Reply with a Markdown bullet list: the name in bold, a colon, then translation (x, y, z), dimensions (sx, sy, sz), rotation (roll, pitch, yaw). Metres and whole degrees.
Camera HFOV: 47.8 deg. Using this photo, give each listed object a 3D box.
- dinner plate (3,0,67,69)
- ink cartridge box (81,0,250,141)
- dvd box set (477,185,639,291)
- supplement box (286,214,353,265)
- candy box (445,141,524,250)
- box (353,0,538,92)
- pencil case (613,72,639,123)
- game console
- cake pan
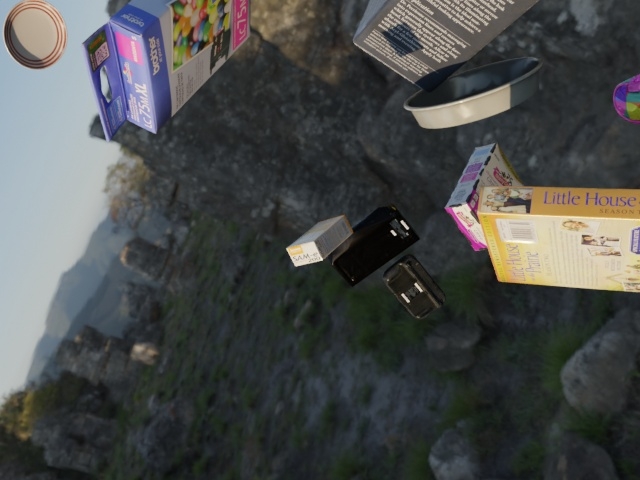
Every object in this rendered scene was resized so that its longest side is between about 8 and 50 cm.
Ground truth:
- **dinner plate**: translation (-0.583, -0.420, 1.476), dimensions (0.017, 0.141, 0.141), rotation (20, 88, 37)
- **ink cartridge box**: translation (-0.202, -0.287, 1.028), dimensions (0.311, 0.065, 0.185), rotation (-53, -16, -31)
- **dvd box set**: translation (0.504, 0.006, 1.251), dimensions (0.307, 0.421, 0.062), rotation (52, -134, -56)
- **supplement box**: translation (0.000, 0.000, 1.173), dimensions (0.062, 0.036, 0.098), rotation (-14, 18, 42)
- **candy box**: translation (0.420, -0.112, 1.832), dimensions (0.071, 0.159, 0.233), rotation (-10, 39, 45)
- **box**: translation (0.280, -0.540, 1.429), dimensions (0.395, 0.212, 0.293), rotation (-36, 29, 55)
- **pencil case**: translation (0.690, -0.319, 1.460), dimensions (0.236, 0.104, 0.104), rotation (-33, -5, -33)
- **game console**: translation (0.187, 0.081, 1.844), dimensions (0.213, 0.361, 0.044), rotation (-35, 31, 11)
- **cake pan**: translation (0.319, -0.304, 1.495), dimensions (0.293, 0.293, 0.054), rotation (-125, 13, -71)
